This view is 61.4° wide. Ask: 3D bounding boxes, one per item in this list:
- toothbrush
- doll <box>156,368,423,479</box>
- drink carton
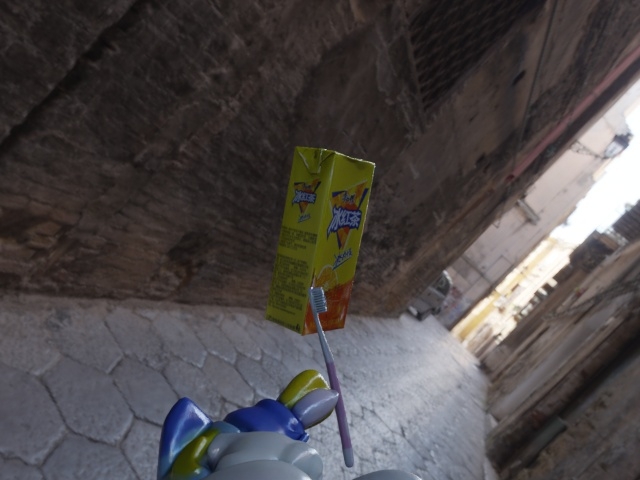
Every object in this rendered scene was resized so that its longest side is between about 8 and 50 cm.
[{"bbox_3d":[0.021,0.213,0.850,0.020,0.025,0.286,4,74,-76],"label":"toothbrush"},{"bbox_3d":[-0.088,0.300,0.608,0.365,0.376,0.187,-128,-150,-78],"label":"doll"},{"bbox_3d":[0.000,0.000,1.078,0.111,0.351,0.154,15,7,35],"label":"drink carton"}]
